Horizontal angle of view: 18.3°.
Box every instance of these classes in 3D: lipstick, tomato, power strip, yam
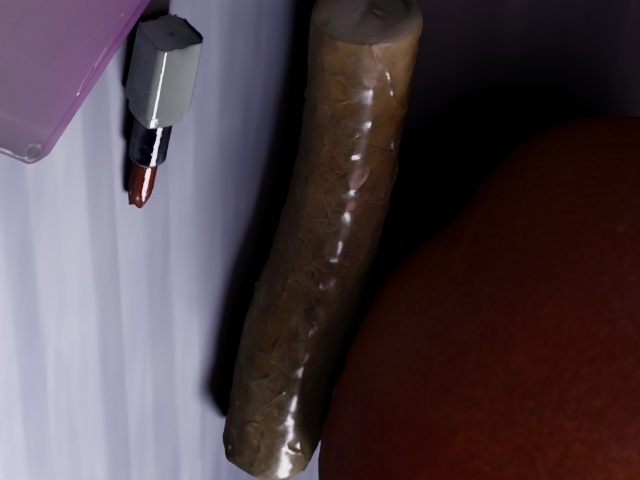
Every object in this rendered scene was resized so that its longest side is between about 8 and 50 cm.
[{"bbox_3d":[-0.080,-0.057,0.956,0.025,0.025,0.107,-16,138,-33],"label":"lipstick"},{"bbox_3d":[0.168,0.110,1.113,0.341,0.273,0.341,-39,146,-32],"label":"tomato"},{"bbox_3d":[-0.094,-0.156,0.844,0.109,0.037,0.279,23,105,-51],"label":"power strip"},{"bbox_3d":[0.000,0.000,1.054,0.066,0.066,0.299,-13,130,-37],"label":"yam"}]
